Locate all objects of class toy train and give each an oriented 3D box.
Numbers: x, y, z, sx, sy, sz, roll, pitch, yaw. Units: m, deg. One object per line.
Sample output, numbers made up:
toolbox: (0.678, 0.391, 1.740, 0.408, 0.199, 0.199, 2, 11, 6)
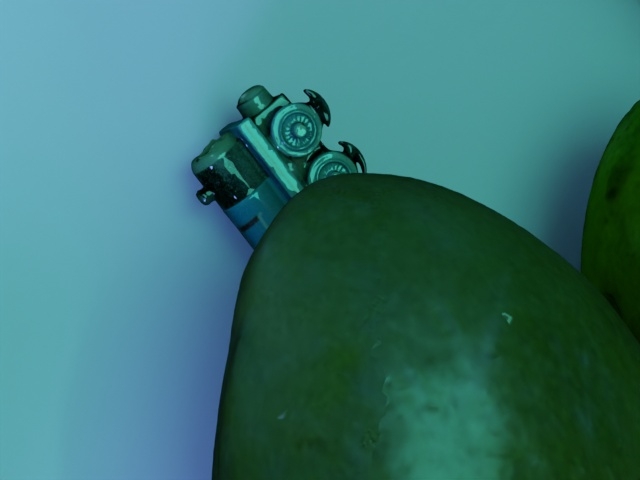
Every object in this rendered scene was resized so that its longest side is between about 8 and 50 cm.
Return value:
toy train: (0.000, 0.000, 0.525, 0.045, 0.029, 0.092, -41, 101, -16)

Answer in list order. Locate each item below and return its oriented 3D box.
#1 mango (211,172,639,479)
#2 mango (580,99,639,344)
mango: (0.034, 0.109, 0.476, 0.156, 0.114, 0.251, -2, 81, -25)
mango: (0.137, 0.035, 0.543, 0.119, 0.100, 0.178, -25, 88, -22)
